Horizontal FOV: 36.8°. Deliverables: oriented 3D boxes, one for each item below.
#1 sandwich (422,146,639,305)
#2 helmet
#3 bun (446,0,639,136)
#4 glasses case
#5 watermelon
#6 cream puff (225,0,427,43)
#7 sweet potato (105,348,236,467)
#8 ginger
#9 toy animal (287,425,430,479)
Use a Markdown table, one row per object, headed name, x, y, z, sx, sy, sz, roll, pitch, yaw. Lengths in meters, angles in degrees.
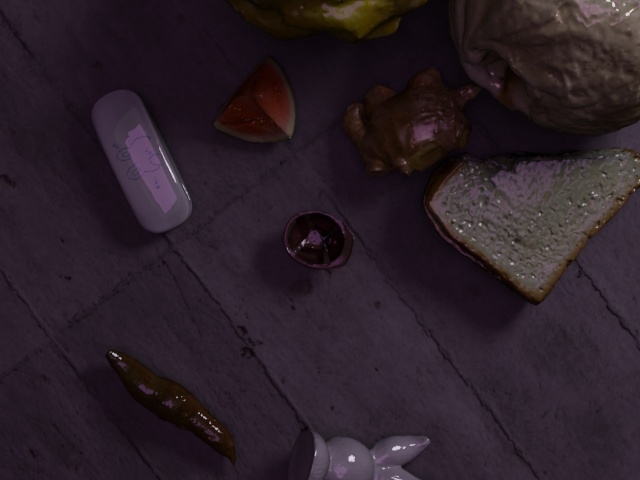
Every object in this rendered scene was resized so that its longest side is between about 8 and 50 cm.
| name | x | y | z | sx | sy | sz | roll | pitch | yaw |
| --- | --- | --- | --- | --- | --- | --- | --- | --- | --- |
| sandwich | 0.317 | -0.077 | 1.450 | 0.254 | 0.099 | 0.288 | 42 | 96 | 0 |
| helmet | 0.000 | 0.000 | 1.499 | 0.111 | 0.057 | 0.089 | 20 | 92 | 7 |
| bun | 0.328 | -0.279 | 1.331 | 0.349 | 0.352 | 0.227 | 34 | 84 | 38 |
| glasses case | -0.280 | -0.124 | 1.508 | 0.092 | 0.059 | 0.233 | -24 | 91 | 7 |
| watermelon | -0.099 | -0.221 | 1.473 | 0.125 | 0.094 | 0.135 | 10 | 90 | 11 |
| cream puff | 0.044 | -0.418 | 1.355 | 0.378 | 0.275 | 0.378 | -13 | 59 | 23 |
| sweet potato | -0.232 | 0.263 | 1.534 | 0.274 | 0.067 | 0.067 | 39 | 96 | -1 |
| ginger | 0.146 | -0.178 | 1.453 | 0.216 | 0.102 | 0.157 | -25 | 61 | 12 |
| toy animal | 0.060 | 0.358 | 1.517 | 0.220 | 0.131 | 0.104 | 11 | 61 | -22 |
